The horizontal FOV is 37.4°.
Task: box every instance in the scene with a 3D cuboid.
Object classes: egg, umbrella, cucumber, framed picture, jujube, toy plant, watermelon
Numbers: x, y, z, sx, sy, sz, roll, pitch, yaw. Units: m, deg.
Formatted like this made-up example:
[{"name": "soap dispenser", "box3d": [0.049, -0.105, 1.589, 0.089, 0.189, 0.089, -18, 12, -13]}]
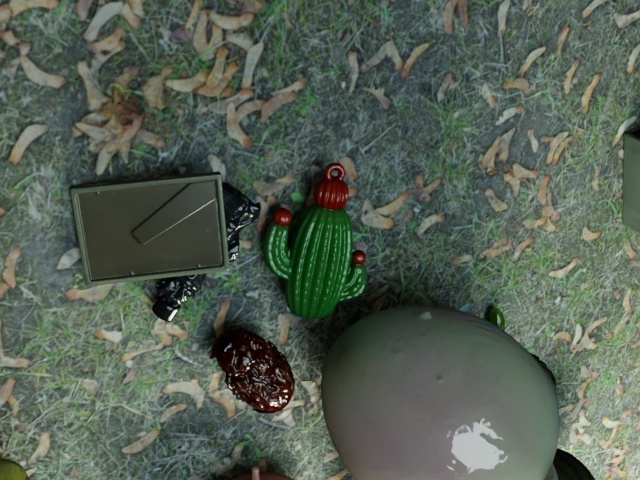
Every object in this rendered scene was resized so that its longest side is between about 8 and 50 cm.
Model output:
[{"name": "egg", "box3d": [0.157, 0.261, 1.531, 0.340, 0.354, 0.354, 33, 95, -27]}, {"name": "umbrella", "box3d": [-0.169, 0.023, 1.377, 0.224, 0.080, 0.071, -55, 164, 9]}, {"name": "cucumber", "box3d": [0.331, 0.193, 1.795, 0.037, 0.037, 0.155, -13, 121, -26]}, {"name": "framed picture", "box3d": [-0.231, -0.015, 1.303, 0.203, 0.015, 0.150, -7, 116, -8]}, {"name": "jujube", "box3d": [-0.100, 0.201, 1.491, 0.104, 0.104, 0.166, -36, 126, -11]}, {"name": "toy plant", "box3d": [-0.012, 0.009, 1.452, 0.154, 0.088, 0.240, -18, 117, -5]}, {"name": "watermelon", "box3d": [0.471, 0.530, 1.951, 0.212, 0.212, 0.212, -15, 121, -25]}]

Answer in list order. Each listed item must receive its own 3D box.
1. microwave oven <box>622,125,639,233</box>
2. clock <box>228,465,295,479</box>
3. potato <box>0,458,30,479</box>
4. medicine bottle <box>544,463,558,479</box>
[{"name": "microwave oven", "box3d": [0.720, -0.088, 1.719, 0.181, 0.295, 0.237, -22, 124, -20]}, {"name": "clock", "box3d": [-0.116, 0.499, 1.627, 0.241, 0.142, 0.227, 40, 90, -30]}, {"name": "potato", "box3d": [-0.464, 0.385, 1.373, 0.105, 0.085, 0.188, -27, 130, -15]}, {"name": "medicine bottle", "box3d": [0.250, 0.481, 1.746, 0.208, 0.208, 0.340, 24, 118, -38]}]
